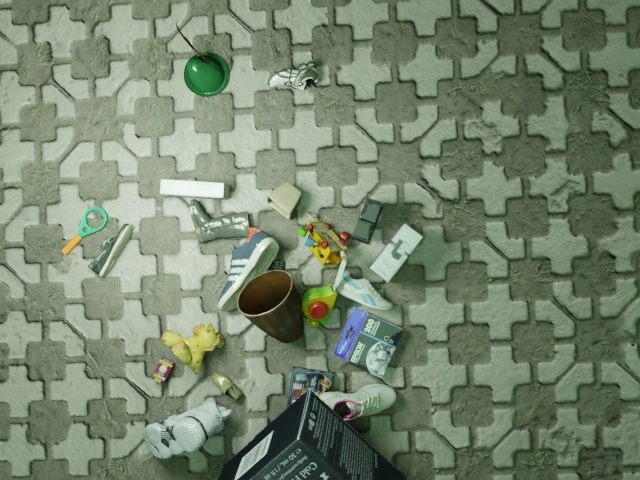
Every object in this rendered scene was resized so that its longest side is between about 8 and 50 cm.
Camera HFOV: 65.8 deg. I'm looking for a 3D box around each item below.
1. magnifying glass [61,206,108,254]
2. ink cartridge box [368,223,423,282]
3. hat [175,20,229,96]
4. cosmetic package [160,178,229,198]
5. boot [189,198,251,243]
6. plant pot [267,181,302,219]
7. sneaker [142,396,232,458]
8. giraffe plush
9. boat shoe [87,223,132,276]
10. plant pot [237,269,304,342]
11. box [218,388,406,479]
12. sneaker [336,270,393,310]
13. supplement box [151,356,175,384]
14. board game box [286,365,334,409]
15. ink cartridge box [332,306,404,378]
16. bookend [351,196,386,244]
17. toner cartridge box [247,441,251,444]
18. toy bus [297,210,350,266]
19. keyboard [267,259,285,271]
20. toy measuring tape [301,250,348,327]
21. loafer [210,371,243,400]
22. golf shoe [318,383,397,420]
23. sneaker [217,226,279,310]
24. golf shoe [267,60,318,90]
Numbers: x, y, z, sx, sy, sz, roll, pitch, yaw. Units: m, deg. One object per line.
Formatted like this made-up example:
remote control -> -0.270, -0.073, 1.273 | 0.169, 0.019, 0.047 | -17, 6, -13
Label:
magnifying glass -> -0.927, -0.036, 1.939 | 0.092, 0.026, 0.231 | 43, 92, 2
ink cartridge box -> 0.275, 0.045, 1.818 | 0.087, 0.153, 0.208 | 38, 90, 4
hat -> -0.460, -0.653, 1.843 | 0.209, 0.183, 0.172 | 31, 91, 3
cosmetic package -> -0.475, -0.193, 1.882 | 0.239, 0.099, 0.060 | 4, 89, 3
boot -> -0.378, -0.084, 1.888 | 0.209, 0.076, 0.189 | -11, 103, 9
plant pot -> -0.129, -0.157, 1.867 | 0.109, 0.109, 0.096 | 37, 79, 2
sneaker -> -0.497, 0.703, 1.861 | 0.366, 0.210, 0.137 | -23, 87, 37
giraffe plush -> -0.462, 0.384, 1.857 | 0.210, 0.181, 0.170 | 42, 70, 13
boat shoe -> -0.807, 0.027, 1.903 | 0.079, 0.084, 0.233 | 34, 94, 2
plant pot -> -0.154, 0.261, 1.801 | 0.216, 0.215, 0.230 | -26, 126, 2
box -> -0.042, 0.855, 1.641 | 0.472, 0.297, 0.480 | 43, 104, -6
sneaker -> 0.173, 0.194, 1.854 | 0.229, 0.087, 0.092 | 24, 89, 1
supplement box -> -0.606, 0.502, 1.908 | 0.055, 0.043, 0.083 | 25, 91, 1
board game box -> -0.044, 0.614, 1.881 | 0.165, 0.042, 0.243 | 7, 90, 3
ink cartridge box -> 0.180, 0.384, 1.872 | 0.208, 0.045, 0.206 | 23, 91, 4
bookend -> 0.176, -0.069, 1.821 | 0.073, 0.157, 0.156 | 20, 90, 3
toner cartridge box -> -0.135, 0.899, 1.866 | 0.348, 0.075, 0.165 | 17, 92, 3
toy bus -> 0.002, 0.008, 1.851 | 0.191, 0.202, 0.104 | 25, 121, -4
keyboard -> -0.201, 0.161, 1.903 | 0.108, 0.023, 0.180 | 8, 89, 3
toy measuring tape -> 0.002, 0.182, 1.819 | 0.122, 0.121, 0.329 | 18, 112, 3
loafer -> -0.359, 0.557, 1.892 | 0.148, 0.050, 0.056 | 35, 91, 2
golf shoe -> 0.144, 0.605, 1.807 | 0.307, 0.140, 0.115 | -8, 91, -11
sneaker -> -0.297, 0.103, 1.867 | 0.148, 0.131, 0.350 | 43, 104, 29
golf shoe -> -0.103, -0.608, 1.880 | 0.198, 0.077, 0.093 | -18, 89, 4
